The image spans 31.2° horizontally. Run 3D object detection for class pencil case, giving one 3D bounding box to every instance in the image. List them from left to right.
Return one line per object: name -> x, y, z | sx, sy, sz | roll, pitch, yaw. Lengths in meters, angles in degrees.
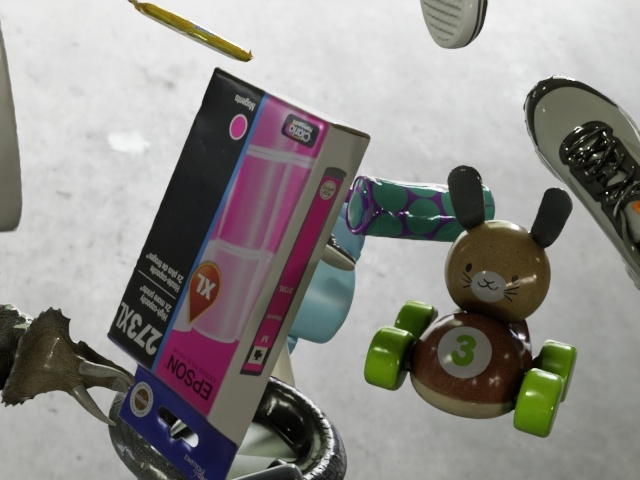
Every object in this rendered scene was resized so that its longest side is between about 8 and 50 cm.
pencil case -> 0.103, -0.032, 1.198 | 0.152, 0.064, 0.070 | 4, 25, -22

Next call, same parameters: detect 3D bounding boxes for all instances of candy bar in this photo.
candy bar -> -0.147, -0.239, 1.298 | 0.161, 0.018, 0.040 | 22, -1, -29

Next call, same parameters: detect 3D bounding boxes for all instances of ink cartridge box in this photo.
ink cartridge box -> -0.096, 0.038, 1.065 | 0.069, 0.371, 0.176 | 11, 14, -46

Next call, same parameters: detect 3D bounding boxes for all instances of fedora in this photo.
fedora -> -0.134, 0.298, 1.510 | 0.334, 0.152, 0.334 | 19, 24, -9

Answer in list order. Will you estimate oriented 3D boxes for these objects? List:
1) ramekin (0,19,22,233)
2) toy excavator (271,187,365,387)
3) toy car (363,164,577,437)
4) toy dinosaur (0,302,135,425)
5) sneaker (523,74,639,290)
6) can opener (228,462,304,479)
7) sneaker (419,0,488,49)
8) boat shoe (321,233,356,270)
ramekin -> -0.291, -0.130, 0.748 | 0.135, 0.277, 0.277 | -11, 49, -20
toy excavator -> -0.076, 0.142, 1.826 | 0.222, 0.433, 0.445 | 23, 28, -29
toy car -> 0.139, 0.039, 0.934 | 0.155, 0.188, 0.149 | 15, 18, 17
toy dinosaur -> -0.321, 0.110, 0.968 | 0.314, 0.121, 0.160 | -16, 18, -6
sneaker -> 0.305, -0.056, 1.150 | 0.271, 0.100, 0.108 | 54, 8, 6
can opener -> -0.153, 0.282, 1.182 | 0.283, 0.095, 0.076 | -15, 34, -8
sneaker -> 0.195, -0.398, 1.454 | 0.127, 0.126, 0.321 | 0, 80, -26
boat shoe -> 0.000, 0.000, 1.634 | 0.125, 0.046, 0.038 | 29, 60, 6
